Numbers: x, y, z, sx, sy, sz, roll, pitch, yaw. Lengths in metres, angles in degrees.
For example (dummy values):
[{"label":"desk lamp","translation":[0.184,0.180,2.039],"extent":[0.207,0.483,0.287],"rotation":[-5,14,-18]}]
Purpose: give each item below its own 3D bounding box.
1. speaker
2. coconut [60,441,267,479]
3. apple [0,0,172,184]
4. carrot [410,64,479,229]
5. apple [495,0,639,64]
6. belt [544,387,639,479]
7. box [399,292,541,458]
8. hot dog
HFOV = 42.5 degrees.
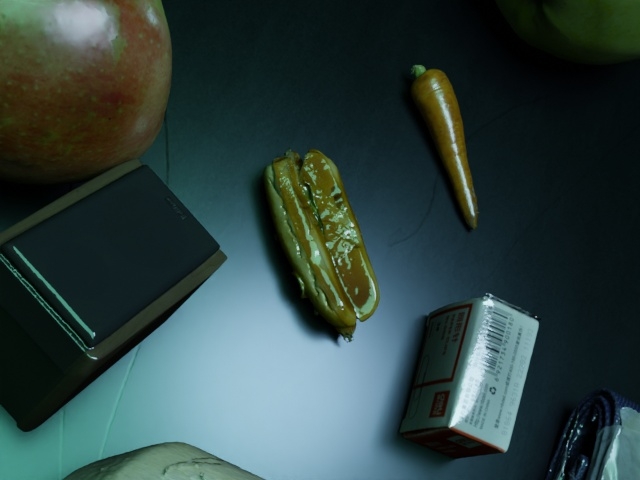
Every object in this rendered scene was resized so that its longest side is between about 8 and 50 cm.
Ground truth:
[{"label":"speaker","translation":[-0.244,0.051,0.851],"extent":[0.153,0.192,0.231],"rotation":[49,38,-1]},{"label":"coconut","translation":[-0.110,0.379,0.746],"extent":[0.360,0.346,0.346],"rotation":[23,61,26]},{"label":"apple","translation":[-0.322,-0.209,0.863],"extent":[0.277,0.319,0.319],"rotation":[-18,80,-38]},{"label":"carrot","translation":[0.190,-0.139,1.186],"extent":[0.061,0.061,0.256],"rotation":[-17,83,-25]},{"label":"apple","translation":[0.423,-0.432,1.221],"extent":[0.357,0.357,0.357],"rotation":[6,71,-19]},{"label":"belt","translation":[0.359,0.309,1.055],"extent":[0.126,0.139,0.230],"rotation":[29,67,-11]},{"label":"box","translation":[0.185,0.172,1.040],"extent":[0.099,0.133,0.182],"rotation":[25,68,-12]},{"label":"hot dog","translation":[0.000,0.000,1.059],"extent":[0.109,0.072,0.269],"rotation":[-13,77,-22]}]
